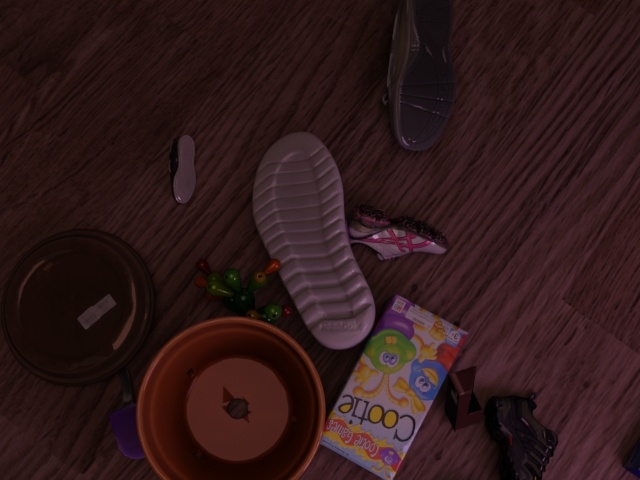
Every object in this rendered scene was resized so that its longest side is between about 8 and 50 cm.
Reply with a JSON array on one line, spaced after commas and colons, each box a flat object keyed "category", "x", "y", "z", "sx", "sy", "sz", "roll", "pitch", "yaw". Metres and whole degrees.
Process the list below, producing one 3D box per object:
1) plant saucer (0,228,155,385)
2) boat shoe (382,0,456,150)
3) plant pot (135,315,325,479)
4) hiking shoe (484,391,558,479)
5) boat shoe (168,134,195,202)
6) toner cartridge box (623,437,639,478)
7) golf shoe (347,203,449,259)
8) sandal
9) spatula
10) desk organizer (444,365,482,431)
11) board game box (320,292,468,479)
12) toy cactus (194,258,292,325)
[{"category": "plant saucer", "x": -0.425, "y": 0.112, "z": 1.525, "sx": 0.278, "sy": 0.041, "sz": 0.277, "roll": -1, "pitch": 78, "yaw": 5}, {"category": "boat shoe", "x": 0.177, "y": -0.320, "z": 1.630, "sx": 0.118, "sy": 0.103, "sz": 0.320, "roll": 4, "pitch": 85, "yaw": -21}, {"category": "plant pot", "x": -0.140, "y": 0.275, "z": 1.442, "sx": 0.291, "sy": 0.203, "sz": 0.290, "roll": 0, "pitch": 81, "yaw": -2}, {"category": "hiking shoe", "x": 0.361, "y": 0.368, "z": 1.498, "sx": 0.114, "sy": 0.086, "sz": 0.226, "roll": -7, "pitch": 68, "yaw": -12}, {"category": "boat shoe", "x": -0.255, "y": -0.128, "z": 1.597, "sx": 0.046, "sy": 0.038, "sz": 0.125, "roll": 4, "pitch": 83, "yaw": -44}, {"category": "toner cartridge box", "x": 0.722, "y": 0.421, "z": 1.519, "sx": 0.348, "sy": 0.075, "sz": 0.165, "roll": 34, "pitch": 79, "yaw": 3}, {"category": "golf shoe", "x": 0.137, "y": -0.003, "z": 1.585, "sx": 0.186, "sy": 0.067, "sz": 0.085, "roll": 16, "pitch": 111, "yaw": -4}, {"category": "sandal", "x": -0.015, "y": 0.004, "z": 1.554, "sx": 0.170, "sy": 0.102, "sz": 0.416, "roll": -18, "pitch": 67, "yaw": 9}, {"category": "spatula", "x": -0.344, "y": 0.232, "z": 1.528, "sx": 0.084, "sy": 0.030, "sz": 0.296, "roll": -19, "pitch": 78, "yaw": 0}, {"category": "desk organizer", "x": 0.246, "y": 0.269, "z": 1.497, "sx": 0.050, "sy": 0.130, "sz": 0.047, "roll": -16, "pitch": 52, "yaw": -9}, {"category": "board game box", "x": 0.115, "y": 0.249, "z": 1.490, "sx": 0.144, "sy": 0.142, "sz": 0.275, "roll": 28, "pitch": 80, "yaw": 3}, {"category": "toy cactus", "x": -0.119, "y": 0.110, "z": 1.512, "sx": 0.112, "sy": 0.219, "sz": 0.180, "roll": -46, "pitch": 128, "yaw": -31}]
